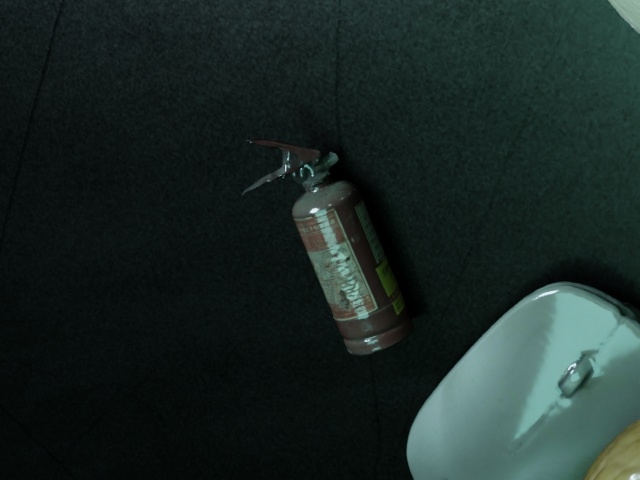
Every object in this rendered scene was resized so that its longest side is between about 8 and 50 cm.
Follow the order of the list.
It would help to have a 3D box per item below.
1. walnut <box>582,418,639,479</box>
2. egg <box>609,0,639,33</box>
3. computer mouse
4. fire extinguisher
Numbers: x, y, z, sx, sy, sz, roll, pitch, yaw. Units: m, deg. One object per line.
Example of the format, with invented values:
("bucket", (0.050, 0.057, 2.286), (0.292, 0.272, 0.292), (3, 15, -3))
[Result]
("walnut", (0.370, 0.303, 1.633), (0.333, 0.333, 0.333), (11, 118, 22))
("egg", (0.317, -0.296, 1.336), (0.337, 0.201, 0.337), (-18, 65, 44))
("computer mouse", (0.214, 0.185, 1.773), (0.197, 0.095, 0.331), (35, 124, 3))
("fire extinguisher", (0.007, -0.002, 1.776), (0.075, 0.106, 0.252), (-5, 113, 49))
